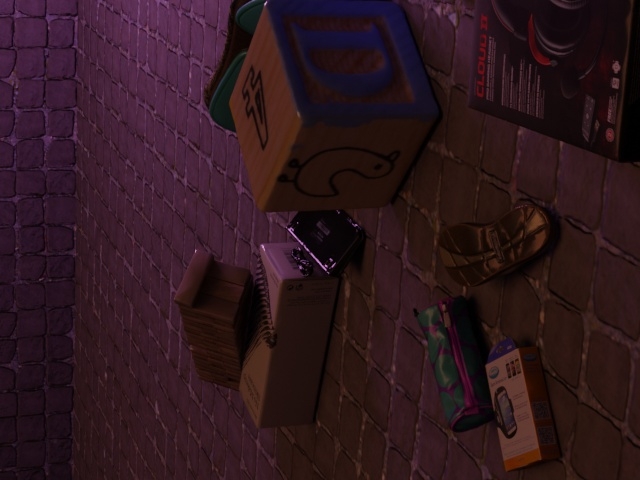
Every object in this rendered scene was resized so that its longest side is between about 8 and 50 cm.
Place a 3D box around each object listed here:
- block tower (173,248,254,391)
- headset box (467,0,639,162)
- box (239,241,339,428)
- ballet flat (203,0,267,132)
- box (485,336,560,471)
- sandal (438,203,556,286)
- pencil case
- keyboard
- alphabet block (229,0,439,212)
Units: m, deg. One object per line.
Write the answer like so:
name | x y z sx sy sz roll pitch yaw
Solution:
block tower | -0.152 0.138 2.051 0.335 0.097 0.091 84 -156 -62
headset box | 0.238 -0.206 1.168 0.293 0.110 0.218 -143 53 -62
box | -0.051 0.144 1.965 0.113 0.094 0.275 -124 38 -53
ballet flat | -0.054 -0.316 1.866 0.483 0.164 0.182 137 152 -64
box | 0.214 0.174 1.396 0.081 0.028 0.136 137 129 -63
sandal | 0.195 0.005 1.402 0.180 0.049 0.072 -24 76 52
pencil case | 0.156 0.139 1.484 0.070 0.064 0.152 74 180 -63
keyboard | 0.000 0.000 1.868 0.108 0.023 0.180 -52 30 5
alphabet block | 0.011 -0.169 1.642 0.197 0.192 0.193 116 146 -52
